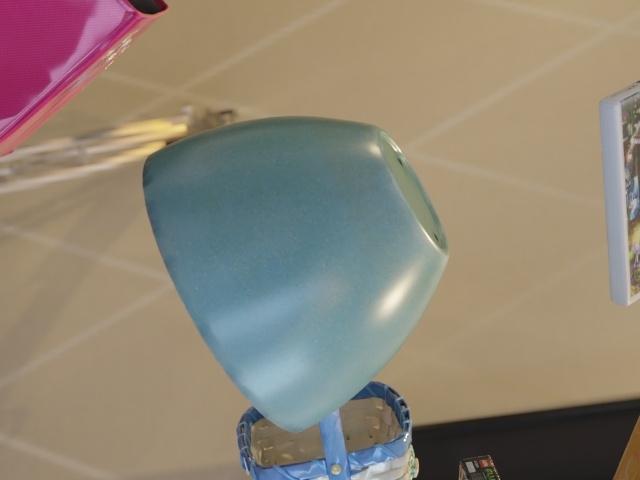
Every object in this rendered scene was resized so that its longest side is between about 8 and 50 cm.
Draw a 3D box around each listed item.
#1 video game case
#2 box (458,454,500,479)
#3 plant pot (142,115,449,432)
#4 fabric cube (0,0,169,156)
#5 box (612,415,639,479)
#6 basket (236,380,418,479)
[{"bbox_3d":[0.309,-0.060,1.288,0.022,0.173,0.190,19,-54,45],"label":"video game case"},{"bbox_3d":[0.192,0.341,1.565,0.207,0.036,0.114,-111,-165,-53],"label":"box"},{"bbox_3d":[0.000,0.000,1.332,0.290,0.195,0.290,56,13,-21],"label":"plant pot"},{"bbox_3d":[-0.349,-0.251,1.557,0.259,0.258,0.254,48,7,-7],"label":"fabric cube"},{"bbox_3d":[0.305,0.302,1.139,0.215,0.168,0.345,-121,-129,-78],"label":"box"},{"bbox_3d":[0.002,0.207,1.693,0.255,0.201,0.289,-112,-173,-72],"label":"basket"}]
